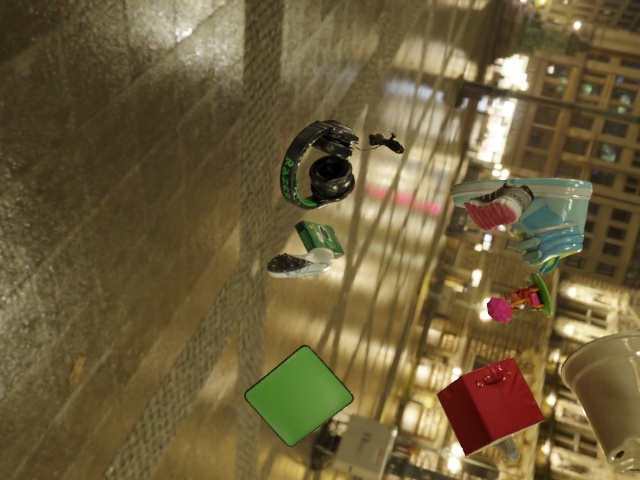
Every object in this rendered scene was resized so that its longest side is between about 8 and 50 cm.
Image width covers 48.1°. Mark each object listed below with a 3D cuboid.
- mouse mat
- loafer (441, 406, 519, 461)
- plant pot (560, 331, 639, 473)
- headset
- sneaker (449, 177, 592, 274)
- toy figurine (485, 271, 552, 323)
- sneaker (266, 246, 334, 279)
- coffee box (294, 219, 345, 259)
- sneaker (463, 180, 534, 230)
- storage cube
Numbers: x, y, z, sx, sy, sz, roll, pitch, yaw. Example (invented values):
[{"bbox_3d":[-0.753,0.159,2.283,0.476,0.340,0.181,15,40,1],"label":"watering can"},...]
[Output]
[{"bbox_3d":[-0.045,0.315,1.445,0.190,0.152,0.007,-41,-179,18],"label":"mouse mat"},{"bbox_3d":[0.515,0.606,2.317,0.112,0.319,0.112,-34,125,-9],"label":"loafer"},{"bbox_3d":[0.894,0.483,2.062,0.333,0.334,0.305,93,-2,-46],"label":"plant pot"},{"bbox_3d":[0.058,-0.219,1.985,0.394,0.185,0.243,-32,138,-42],"label":"headset"},{"bbox_3d":[0.428,-0.033,1.581,0.127,0.319,0.208,-5,97,-50],"label":"sneaker"},{"bbox_3d":[0.537,0.172,2.004,0.173,0.159,0.130,-121,-167,-87],"label":"toy figurine"},{"bbox_3d":[-0.053,0.076,1.952,0.237,0.085,0.086,-10,124,-47],"label":"sneaker"},{"bbox_3d":[0.000,0.000,2.241,0.040,0.113,0.184,-34,161,23],"label":"coffee box"},{"bbox_3d":[0.313,-0.063,1.247,0.075,0.063,0.170,-37,-173,-13],"label":"sneaker"},{"bbox_3d":[0.470,0.465,2.006,0.193,0.184,0.215,66,-24,21],"label":"storage cube"}]
